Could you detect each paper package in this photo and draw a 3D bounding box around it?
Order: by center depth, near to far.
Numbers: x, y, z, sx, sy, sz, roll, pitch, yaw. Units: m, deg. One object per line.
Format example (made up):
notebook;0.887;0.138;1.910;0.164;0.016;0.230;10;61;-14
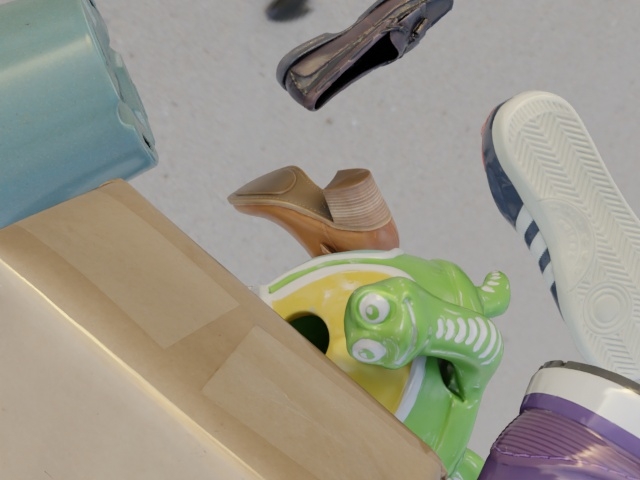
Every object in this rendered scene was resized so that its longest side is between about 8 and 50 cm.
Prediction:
paper package;-0.136;0.174;0.788;0.309;0.325;0.168;-53;172;28

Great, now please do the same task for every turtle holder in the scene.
turtle holder;0.040;0.126;1.044;0.228;0.320;0.243;13;99;-12

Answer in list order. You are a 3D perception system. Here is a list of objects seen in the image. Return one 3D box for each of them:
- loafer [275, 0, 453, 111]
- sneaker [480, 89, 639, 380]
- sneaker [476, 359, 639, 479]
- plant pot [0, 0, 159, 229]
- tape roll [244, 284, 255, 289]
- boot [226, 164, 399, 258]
loafer;0.082;-0.290;1.739;0.303;0.095;0.109;-30;150;-8
sneaker;0.286;-0.007;1.309;0.131;0.148;0.350;-24;98;-8
sneaker;0.189;0.178;0.495;0.124;0.283;0.107;-56;169;-18
plant pot;-0.405;-0.149;1.444;0.334;0.341;0.341;-23;136;0
tape roll;-0.166;0.167;1.630;0.392;0.392;0.072;-15;111;-28
boot;0.000;0.000;1.740;0.109;0.284;0.220;-51;129;-46
